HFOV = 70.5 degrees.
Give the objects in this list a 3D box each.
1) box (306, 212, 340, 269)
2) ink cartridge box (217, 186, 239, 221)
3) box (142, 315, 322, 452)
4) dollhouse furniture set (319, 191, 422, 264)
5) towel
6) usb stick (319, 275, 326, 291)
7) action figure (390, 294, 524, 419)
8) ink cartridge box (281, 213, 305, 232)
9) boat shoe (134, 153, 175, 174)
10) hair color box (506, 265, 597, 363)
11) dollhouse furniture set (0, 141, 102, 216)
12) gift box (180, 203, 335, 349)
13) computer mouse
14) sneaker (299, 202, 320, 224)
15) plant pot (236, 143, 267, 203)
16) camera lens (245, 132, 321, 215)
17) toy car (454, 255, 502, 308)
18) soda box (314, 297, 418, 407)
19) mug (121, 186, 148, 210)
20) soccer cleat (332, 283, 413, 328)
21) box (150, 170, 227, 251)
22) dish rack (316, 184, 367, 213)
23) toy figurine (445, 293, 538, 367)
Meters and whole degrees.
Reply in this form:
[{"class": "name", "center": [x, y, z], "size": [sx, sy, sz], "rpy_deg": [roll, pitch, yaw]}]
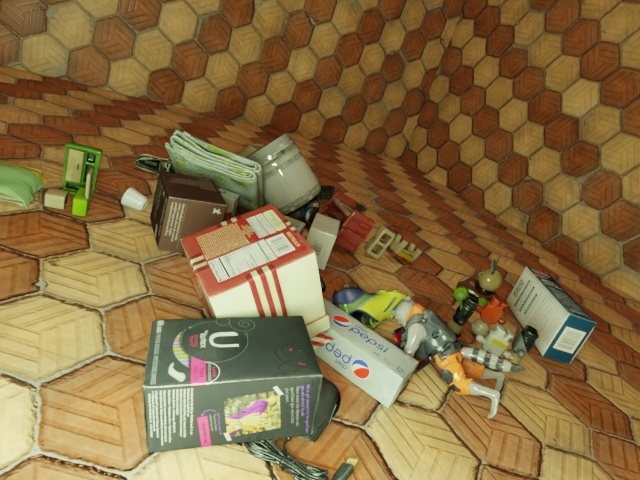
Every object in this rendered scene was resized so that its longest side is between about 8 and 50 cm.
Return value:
[{"class": "box", "center": [0.000, 0.000, 1.537], "size": [0.091, 0.130, 0.170], "rpy_deg": [19, 22, 0]}, {"class": "ink cartridge box", "center": [-0.361, -0.129, 1.568], "size": [0.135, 0.099, 0.056], "rpy_deg": [20, 27, 0]}, {"class": "box", "center": [-0.150, 0.233, 0.770], "size": [0.270, 0.143, 0.165], "rpy_deg": [1, 27, -16]}, {"class": "dollhouse furniture set", "center": [0.188, -0.017, 1.780], "size": [0.374, 0.152, 0.201], "rpy_deg": [29, 15, -29]}, {"class": "towel", "center": [-0.359, -0.225, 1.595], "size": [0.320, 0.090, 0.374], "rpy_deg": [24, -15, 0]}, {"class": "usb stick", "center": [-0.115, 0.113, 1.282], "size": [0.278, 0.045, 0.077], "rpy_deg": [9, 24, -28]}, {"class": "action figure", "center": [0.330, 0.262, 1.160], "size": [0.330, 0.179, 0.341], "rpy_deg": [39, 28, 20]}, {"class": "ink cartridge box", "center": [-0.152, -0.019, 1.506], "size": [0.153, 0.087, 0.208], "rpy_deg": [22, 21, 4]}, {"class": "boat shoe", "center": [-0.606, -0.283, 1.762], "size": [0.219, 0.078, 0.070], "rpy_deg": [9, 22, -7]}, {"class": "hair color box", "center": [0.788, 0.249, 1.581], "size": [0.105, 0.174, 0.347], "rpy_deg": [19, 22, -6]}, {"class": "dollhouse furniture set", "center": [-0.800, -0.197, 1.272], "size": [0.301, 0.151, 0.197], "rpy_deg": [11, 23, -22]}, {"class": "gift box", "center": [-0.114, 0.106, 0.970], "size": [0.276, 0.258, 0.255], "rpy_deg": [-19, 39, -15]}, {"class": "computer mouse", "center": [0.002, 0.336, 0.834], "size": [0.184, 0.060, 0.262], "rpy_deg": [28, 23, 21]}, {"class": "sneaker", "center": [-0.051, -0.113, 1.852], "size": [0.081, 0.080, 0.211], "rpy_deg": [13, 12, 0]}, {"class": "plant pot", "center": [-0.266, -0.305, 1.949], "size": [0.284, 0.191, 0.284], "rpy_deg": [18, 21, -7]}, {"class": "camera lens", "center": [-0.145, -0.248, 1.760], "size": [0.274, 0.219, 0.219], "rpy_deg": [58, 15, -15]}, {"class": "toy car", "center": [0.594, 0.141, 1.645], "size": [0.149, 0.188, 0.155], "rpy_deg": [31, 24, 24]}, {"class": "soda box", "center": [0.076, 0.252, 1.056], "size": [0.286, 0.091, 0.098], "rpy_deg": [30, 25, 25]}, {"class": "mug", "center": [-0.580, -0.129, 1.434], "size": [0.064, 0.062, 0.078], "rpy_deg": [27, 28, -4]}, {"class": "soccer cleat", "center": [0.157, 0.200, 1.297], "size": [0.289, 0.093, 0.121], "rpy_deg": [11, 53, -34]}, {"class": "box", "center": [-0.393, -0.083, 1.336], "size": [0.167, 0.168, 0.203], "rpy_deg": [7, 25, -30]}, {"class": "dish rack", "center": [0.075, -0.179, 2.117], "size": [0.271, 0.074, 0.208], "rpy_deg": [35, 27, 29]}, {"class": "toy figurine", "center": [0.495, 0.271, 1.327], "size": [0.213, 0.148, 0.209], "rpy_deg": [7, 31, -36]}]
